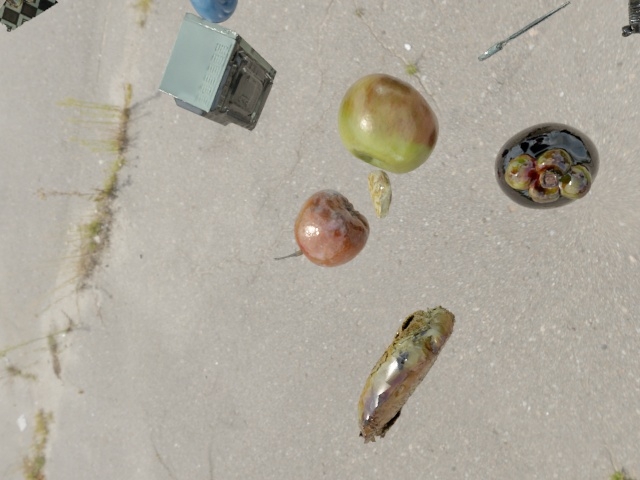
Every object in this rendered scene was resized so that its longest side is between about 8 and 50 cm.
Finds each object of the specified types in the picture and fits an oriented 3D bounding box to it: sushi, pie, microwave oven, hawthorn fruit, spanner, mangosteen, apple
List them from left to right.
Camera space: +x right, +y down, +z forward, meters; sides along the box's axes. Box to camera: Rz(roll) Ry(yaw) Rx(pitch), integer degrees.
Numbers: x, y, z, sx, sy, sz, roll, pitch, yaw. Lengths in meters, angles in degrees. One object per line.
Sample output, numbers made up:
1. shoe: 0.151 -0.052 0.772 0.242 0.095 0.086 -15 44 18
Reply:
1. sushi: -0.617 -0.508 0.850 0.026 0.126 0.120 22 151 38
2. microwave oven: -0.266 -0.448 1.187 0.181 0.295 0.237 25 99 9
3. hawthorn fruit: 0.034 -0.023 1.314 0.235 0.231 0.262 32 128 25
4. pie: 0.254 -0.197 1.762 0.084 0.205 0.178 -13 51 -3
5. apple: 0.162 -0.284 1.044 0.261 0.261 0.193 28 92 27
6. pie: 0.153 0.237 0.792 0.086 0.308 0.308 29 110 16
7. spanner: 0.600 -0.621 1.251 0.326 0.093 0.026 -33 98 -2
8. mangosteen: 0.650 -0.205 1.224 0.275 0.302 0.274 10 116 21

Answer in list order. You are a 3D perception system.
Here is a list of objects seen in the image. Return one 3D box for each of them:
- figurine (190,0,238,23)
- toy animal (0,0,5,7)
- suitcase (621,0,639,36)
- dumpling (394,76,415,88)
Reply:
1. figurine: -0.102 -0.577 0.787 0.298 0.416 0.242 14 133 29
2. toy animal: -0.295 -0.394 0.438 0.363 0.181 0.180 -37 68 -8
3. suitcase: 0.939 -0.658 1.025 0.335 0.229 0.152 13 66 43
4. dumpling: 0.275 -0.471 1.490 0.142 0.247 0.172 33 103 24
